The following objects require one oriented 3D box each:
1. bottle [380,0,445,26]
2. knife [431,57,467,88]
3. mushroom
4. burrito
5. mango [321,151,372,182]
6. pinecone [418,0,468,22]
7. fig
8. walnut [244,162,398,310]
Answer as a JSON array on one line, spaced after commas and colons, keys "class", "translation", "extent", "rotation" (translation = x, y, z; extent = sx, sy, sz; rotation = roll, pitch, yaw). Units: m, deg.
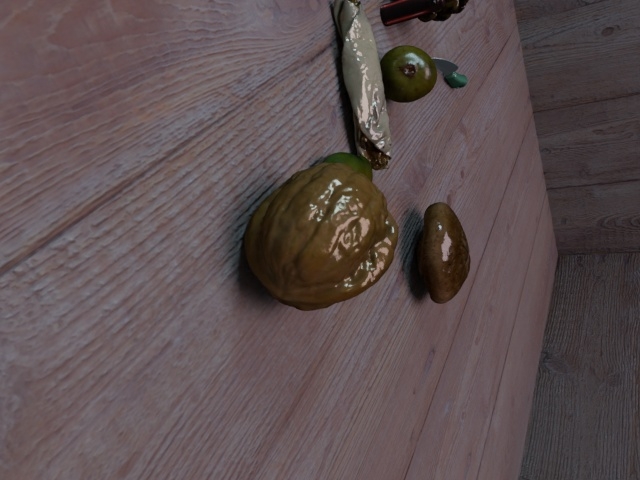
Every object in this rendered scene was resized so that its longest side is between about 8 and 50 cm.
[{"class": "bottle", "translation": [0.237, -0.594, 1.367], "extent": [0.060, 0.164, 0.060], "rotation": [8, 80, -57]}, {"class": "knife", "translation": [0.420, -0.549, 1.744], "extent": [0.260, 0.063, 0.035], "rotation": [7, 76, -57]}, {"class": "mushroom", "translation": [0.337, 0.033, 1.478], "extent": [0.278, 0.146, 0.278], "rotation": [-3, 90, -65]}, {"class": "burrito", "translation": [0.094, -0.351, 1.206], "extent": [0.117, 0.076, 0.392], "rotation": [-16, 98, -50]}, {"class": "mango", "translation": [0.058, -0.120, 1.111], "extent": [0.191, 0.085, 0.122], "rotation": [-8, 90, -56]}, {"class": "pinecone", "translation": [0.300, -0.717, 1.438], "extent": [0.257, 0.243, 0.244], "rotation": [-75, 145, -51]}, {"class": "fig", "translation": [0.207, -0.413, 1.362], "extent": [0.142, 0.186, 0.148], "rotation": [-24, 87, -12]}, {"class": "walnut", "translation": [0.000, 0.000, 0.889], "extent": [0.224, 0.257, 0.257], "rotation": [97, 12, -55]}]
